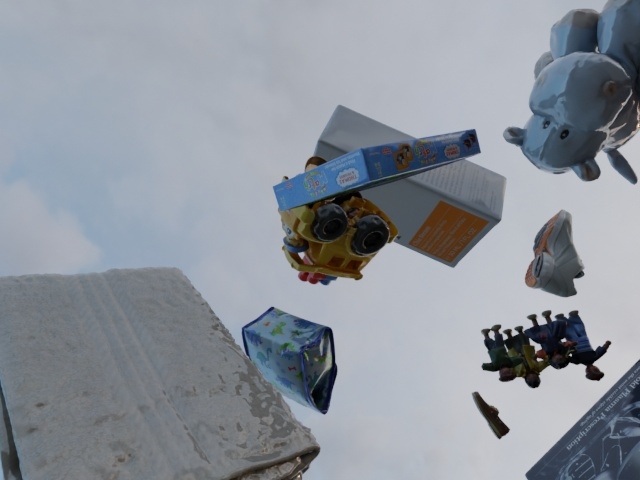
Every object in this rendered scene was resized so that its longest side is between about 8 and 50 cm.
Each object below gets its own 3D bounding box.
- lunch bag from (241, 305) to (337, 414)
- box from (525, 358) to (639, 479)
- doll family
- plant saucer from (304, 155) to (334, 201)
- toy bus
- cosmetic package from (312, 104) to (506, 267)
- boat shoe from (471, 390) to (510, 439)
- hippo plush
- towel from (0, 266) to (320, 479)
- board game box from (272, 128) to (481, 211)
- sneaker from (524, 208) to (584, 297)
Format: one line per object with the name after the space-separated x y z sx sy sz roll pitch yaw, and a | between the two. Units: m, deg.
-0.045 0.199 0.699 0.096 0.129 0.151 -29 -57 -46 | lunch bag
0.535 0.378 0.638 0.179 0.312 0.343 39 -82 2 | box
0.362 0.183 0.701 0.193 0.111 0.076 -26 -42 23 | doll family
-0.002 -0.105 0.748 0.015 0.083 0.083 -19 -52 41 | plant saucer
0.000 0.000 0.825 0.221 0.149 0.211 13 -60 -36 | toy bus
0.199 -0.130 1.099 0.454 0.161 0.230 24 -36 2 | cosmetic package
0.621 0.630 1.581 0.060 0.177 0.064 -31 -19 0 | boat shoe
0.388 -0.214 0.676 0.237 0.234 0.294 -29 -38 -21 | hippo plush
-0.148 0.110 0.351 0.187 0.282 0.049 -1 -60 -44 | towel
0.072 -0.088 0.536 0.212 0.160 0.039 -20 -85 -39 | board game box
0.618 0.038 1.110 0.121 0.099 0.262 28 -117 8 | sneaker
